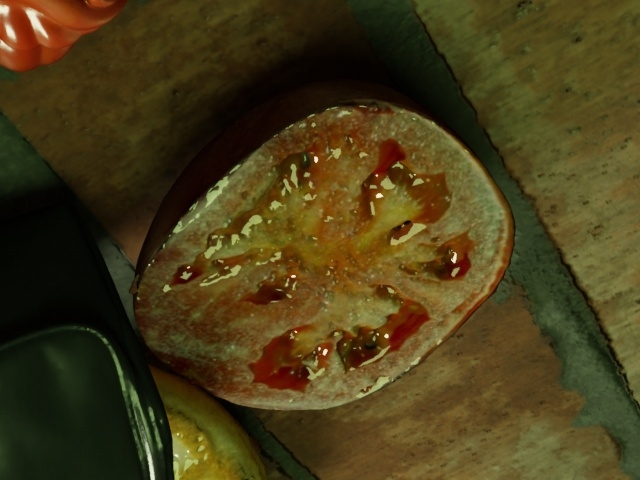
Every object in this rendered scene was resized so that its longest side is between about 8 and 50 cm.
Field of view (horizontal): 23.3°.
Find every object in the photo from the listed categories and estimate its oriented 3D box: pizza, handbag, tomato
[{"bbox_3d":[-0.182,0.273,1.546,0.277,0.114,0.409,-18,129,1],"label":"pizza"},{"bbox_3d":[-0.280,0.133,1.256,0.301,0.275,0.178,-20,155,-24],"label":"handbag"},{"bbox_3d":[-0.006,-0.010,1.342,0.338,0.144,0.338,-9,132,-10],"label":"tomato"}]

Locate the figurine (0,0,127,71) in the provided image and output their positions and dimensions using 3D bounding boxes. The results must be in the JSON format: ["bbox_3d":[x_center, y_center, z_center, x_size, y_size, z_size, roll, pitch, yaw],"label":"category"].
[{"bbox_3d":[-0.207,-0.228,1.085,0.181,0.208,0.257,-14,132,-46],"label":"figurine"}]
